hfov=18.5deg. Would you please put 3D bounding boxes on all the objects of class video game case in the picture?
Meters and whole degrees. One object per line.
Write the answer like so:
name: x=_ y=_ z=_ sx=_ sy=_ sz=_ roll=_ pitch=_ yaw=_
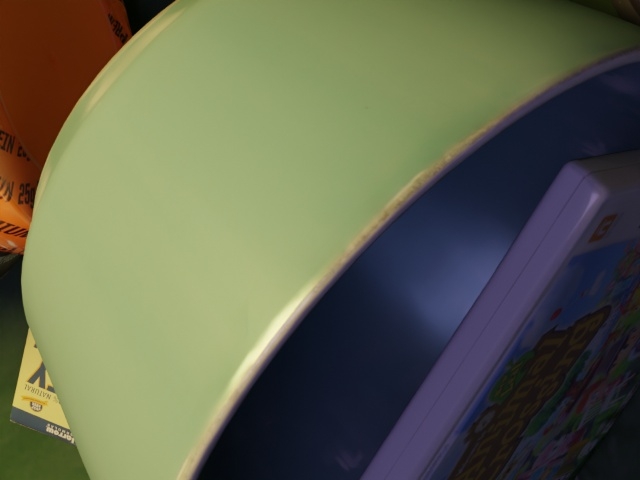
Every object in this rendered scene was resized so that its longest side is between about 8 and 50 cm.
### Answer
video game case: x=0.103 y=0.047 z=0.824 sx=0.023 sy=0.193 sz=0.212 roll=43 pitch=119 yaw=23

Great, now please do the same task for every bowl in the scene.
bowl: x=0.000 y=0.000 z=0.810 sx=0.163 sy=0.311 sz=0.311 roll=42 pitch=119 yaw=24

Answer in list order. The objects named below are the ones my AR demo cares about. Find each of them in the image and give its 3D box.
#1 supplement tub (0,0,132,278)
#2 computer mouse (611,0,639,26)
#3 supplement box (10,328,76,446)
supplement tub: x=-0.268 y=-0.058 z=0.904 sx=0.338 sy=0.207 sz=0.207 roll=-7 pitch=107 yaw=22
computer mouse: x=0.255 y=-0.105 z=0.784 sx=0.262 sy=0.060 sz=0.184 roll=-20 pitch=91 yaw=14
supplement box: x=-0.101 y=0.047 z=0.953 sx=0.056 sy=0.083 sz=0.083 roll=20 pitch=115 yaw=11
